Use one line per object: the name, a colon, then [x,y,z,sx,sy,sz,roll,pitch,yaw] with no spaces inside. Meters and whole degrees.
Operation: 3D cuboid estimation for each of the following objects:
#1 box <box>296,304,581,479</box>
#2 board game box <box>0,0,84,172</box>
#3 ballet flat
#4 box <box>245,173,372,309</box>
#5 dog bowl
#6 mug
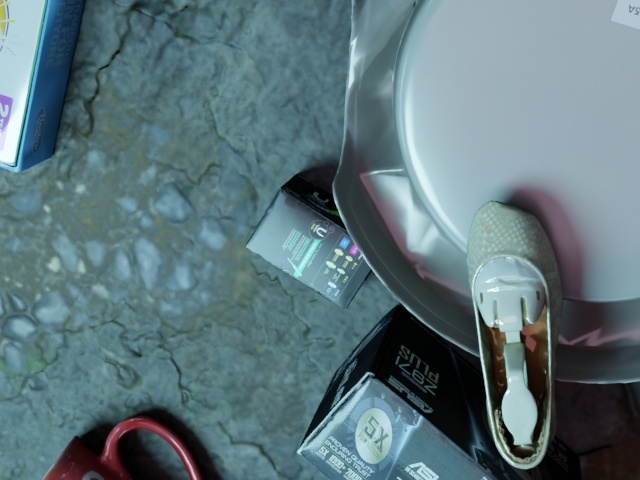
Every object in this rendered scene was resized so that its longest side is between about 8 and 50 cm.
box: [0.087,0.146,0.795,0.180,0.147,0.077,41,108,0]
board game box: [-0.324,-0.210,0.827,0.317,0.064,0.242,18,107,6]
ballet flat: [0.122,0.059,0.710,0.057,0.052,0.168,-7,103,13]
box: [0.000,0.000,0.818,0.083,0.062,0.052,32,106,1]
dog bowl: [0.176,-0.090,0.742,0.349,0.102,0.348,3,105,10]
mug: [-0.142,0.230,0.882,0.169,0.113,0.150,37,110,-3]
